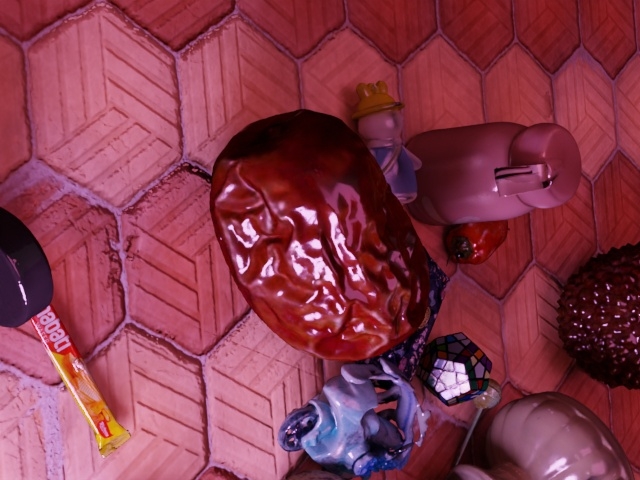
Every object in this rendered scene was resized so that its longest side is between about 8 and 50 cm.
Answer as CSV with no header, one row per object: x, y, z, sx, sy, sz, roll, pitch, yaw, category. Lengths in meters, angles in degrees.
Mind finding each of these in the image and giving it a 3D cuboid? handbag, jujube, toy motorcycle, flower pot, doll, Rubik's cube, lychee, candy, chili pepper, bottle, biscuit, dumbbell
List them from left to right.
-0.428,0.066,1.272,0.218,0.152,0.152,-40,115,-40,dumbbell
-0.329,0.153,1.459,0.048,0.026,0.292,-33,111,-21,biscuit
-0.001,0.001,1.636,0.276,0.276,0.377,-41,117,-39,jujube
0.056,0.277,1.734,0.206,0.154,0.260,-41,143,3,toy motorcycle
0.106,-0.146,1.876,0.135,0.099,0.241,-9,94,-6,doll
0.123,0.113,1.853,0.162,0.113,0.260,51,53,-42,handbag
0.234,0.225,1.971,0.133,0.133,0.112,6,58,-45,Rubik's cube
0.276,0.344,2.061,0.061,0.061,0.202,41,68,-36,candy
0.275,0.004,2.051,0.192,0.084,0.086,-36,96,-46,chili pepper
0.286,-0.111,1.916,0.206,0.297,0.173,-21,103,-45,bottle
0.371,0.441,1.985,0.244,0.307,0.307,-24,105,-28,flower pot
0.632,0.154,2.270,0.330,0.306,0.306,-2,88,-18,lychee

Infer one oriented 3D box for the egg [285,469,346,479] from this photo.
0.003,0.422,1.699,0.181,0.141,0.141,45,57,-42,egg
